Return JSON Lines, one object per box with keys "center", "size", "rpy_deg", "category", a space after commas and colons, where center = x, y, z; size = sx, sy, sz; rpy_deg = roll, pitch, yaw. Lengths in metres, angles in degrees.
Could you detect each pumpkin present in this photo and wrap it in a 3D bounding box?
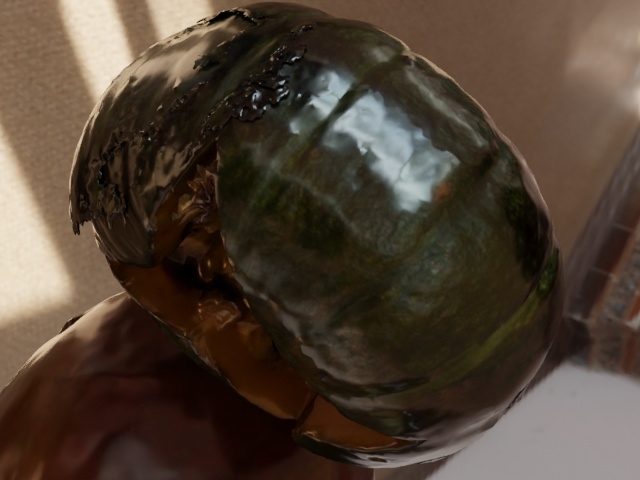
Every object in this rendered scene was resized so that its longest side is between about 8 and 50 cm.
{"center": [0.000, 0.000, 0.708], "size": [0.192, 0.320, 0.320], "rpy_deg": [-47, 144, -21], "category": "pumpkin"}

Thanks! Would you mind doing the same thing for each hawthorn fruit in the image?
{"center": [-0.128, 0.194, 0.916], "size": [0.325, 0.308, 0.308], "rpy_deg": [-42, 149, 8], "category": "hawthorn fruit"}
